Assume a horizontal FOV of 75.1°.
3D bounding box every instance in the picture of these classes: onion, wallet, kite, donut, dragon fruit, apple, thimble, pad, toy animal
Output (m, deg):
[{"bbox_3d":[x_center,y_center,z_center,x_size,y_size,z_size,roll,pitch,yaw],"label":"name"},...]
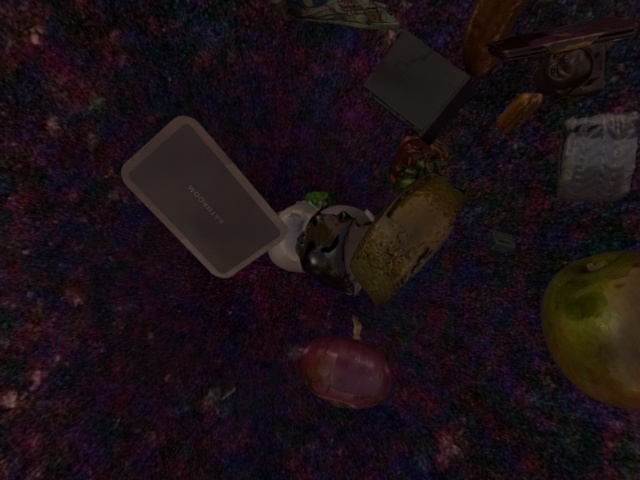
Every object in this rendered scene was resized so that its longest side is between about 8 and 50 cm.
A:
[{"bbox_3d":[0.097,0.476,1.578,0.357,0.358,0.346,10,88,-6],"label":"onion"},{"bbox_3d":[0.343,-0.289,0.603,0.175,0.095,0.026,-8,122,9],"label":"wallet"},{"bbox_3d":[-0.026,-0.461,0.699,0.405,0.368,0.014,29,81,-22],"label":"kite"},{"bbox_3d":[0.152,-0.010,0.746,0.107,0.272,0.272,41,82,8],"label":"donut"},{"bbox_3d":[0.287,-0.199,1.161,0.200,0.269,0.198,-36,99,12],"label":"dragon fruit"},{"bbox_3d":[0.654,0.179,0.895,0.339,0.339,0.340,0,86,-7],"label":"apple"},{"bbox_3d":[0.690,-0.210,1.048,0.157,0.245,0.217,3,63,28],"label":"thimble"},{"bbox_3d":[-0.197,-0.062,0.713,0.176,0.002,0.266,-34,110,17],"label":"pad"},{"bbox_3d":[0.000,-0.009,0.981,0.266,0.212,0.213,20,82,33],"label":"toy animal"}]

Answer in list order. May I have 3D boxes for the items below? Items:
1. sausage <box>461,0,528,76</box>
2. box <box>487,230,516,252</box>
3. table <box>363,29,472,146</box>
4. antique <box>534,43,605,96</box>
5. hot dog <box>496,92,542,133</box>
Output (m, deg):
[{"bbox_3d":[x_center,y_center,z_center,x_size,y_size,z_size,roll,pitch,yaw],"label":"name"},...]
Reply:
[{"bbox_3d":[0.367,-0.464,0.873,0.108,0.271,0.109,0,66,-1],"label":"sausage"},{"bbox_3d":[0.749,0.009,1.729,0.099,0.054,0.074,13,44,-12],"label":"box"},{"bbox_3d":[0.239,-0.364,1.029,0.193,0.169,0.172,44,108,12],"label":"table"},{"bbox_3d":[0.611,-0.416,1.027,0.143,0.257,0.121,0,107,24],"label":"antique"},{"bbox_3d":[0.775,-0.495,1.629,0.100,0.249,0.068,3,78,-1],"label":"hot dog"}]
